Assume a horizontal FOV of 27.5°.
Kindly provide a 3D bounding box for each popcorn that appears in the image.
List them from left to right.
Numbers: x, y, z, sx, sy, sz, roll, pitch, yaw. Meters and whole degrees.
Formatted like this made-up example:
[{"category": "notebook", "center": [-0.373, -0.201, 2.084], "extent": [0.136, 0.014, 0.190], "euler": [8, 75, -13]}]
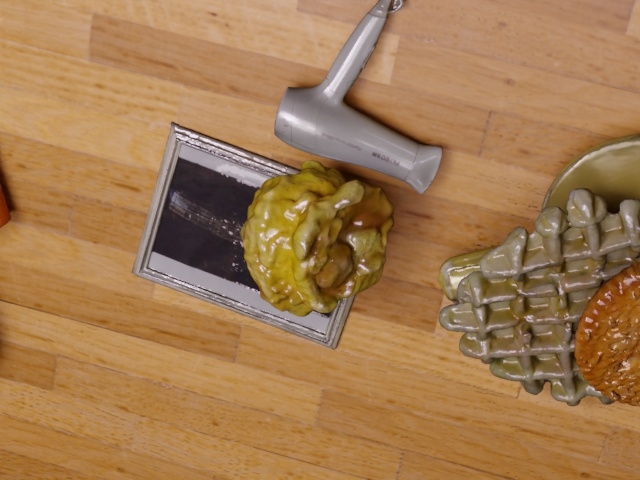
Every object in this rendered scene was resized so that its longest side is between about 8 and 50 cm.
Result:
[{"category": "popcorn", "center": [0.002, 0.003, 1.543], "extent": [0.156, 0.198, 0.197], "euler": [25, 122, 34]}]

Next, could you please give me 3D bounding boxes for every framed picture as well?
[{"category": "framed picture", "center": [-0.085, 0.000, 1.674], "extent": [0.293, 0.018, 0.231], "euler": [20, 117, 4]}]

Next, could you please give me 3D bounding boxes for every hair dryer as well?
[{"category": "hair dryer", "center": [0.073, -0.192, 1.535], "extent": [0.206, 0.075, 0.237], "euler": [20, 109, -4]}]

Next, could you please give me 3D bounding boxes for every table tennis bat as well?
[{"category": "table tennis bat", "center": [0.317, -0.001, 1.563], "extent": [0.369, 0.054, 0.224], "euler": [-20, 115, 18]}]

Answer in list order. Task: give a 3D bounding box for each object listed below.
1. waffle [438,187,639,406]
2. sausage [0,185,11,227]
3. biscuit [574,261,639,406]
[{"category": "waffle", "center": [0.317, 0.079, 1.554], "extent": [0.292, 0.056, 0.309], "euler": [30, 123, -20]}, {"category": "sausage", "center": [-0.483, -0.154, 1.656], "extent": [0.093, 0.093, 0.312], "euler": [-7, 111, 16]}, {"category": "biscuit", "center": [0.417, 0.107, 1.518], "extent": [0.254, 0.035, 0.254], "euler": [-3, 130, -3]}]
